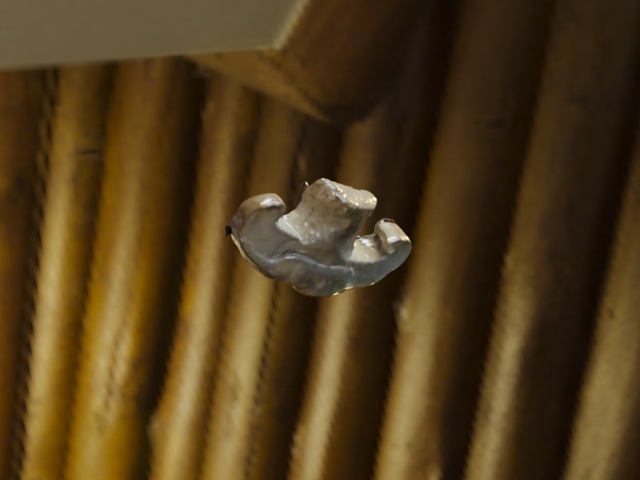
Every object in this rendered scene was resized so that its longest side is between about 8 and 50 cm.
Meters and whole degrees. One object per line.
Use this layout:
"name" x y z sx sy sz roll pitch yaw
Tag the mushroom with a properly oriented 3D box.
"mushroom" 0.000 0.000 0.747 0.019 0.101 0.049 49 -67 32
